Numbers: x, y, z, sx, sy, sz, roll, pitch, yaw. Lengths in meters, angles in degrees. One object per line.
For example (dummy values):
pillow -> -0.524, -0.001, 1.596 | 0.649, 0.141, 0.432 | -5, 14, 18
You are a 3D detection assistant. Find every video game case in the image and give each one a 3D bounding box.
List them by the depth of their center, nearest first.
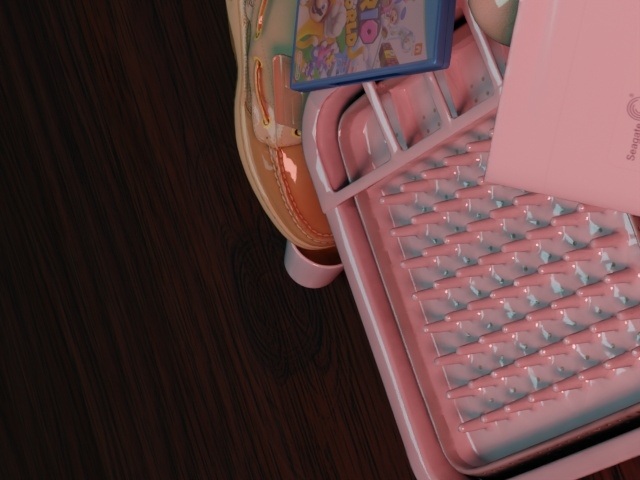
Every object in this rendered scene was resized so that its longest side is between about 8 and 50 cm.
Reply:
video game case -> 0.036, -0.168, 1.230 | 0.166, 0.015, 0.119 | -3, 79, 54

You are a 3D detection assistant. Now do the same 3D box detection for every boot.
boot -> 0.018, -0.122, 1.379 | 0.203, 0.095, 0.262 | -1, 98, 58

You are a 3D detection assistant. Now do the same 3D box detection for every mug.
mug -> 0.002, 0.003, 1.503 | 0.062, 0.078, 0.064 | 35, 150, 6

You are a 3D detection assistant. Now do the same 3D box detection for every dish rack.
dish rack -> 0.131, -0.003, 1.203 | 0.285, 0.072, 0.333 | -31, 72, 46

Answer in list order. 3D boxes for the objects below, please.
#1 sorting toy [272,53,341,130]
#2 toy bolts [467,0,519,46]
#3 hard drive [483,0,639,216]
sorting toy -> -0.008, -0.095, 1.340 | 0.062, 0.012, 0.083 | 18, 123, 35
toy bolts -> 0.185, -0.165, 0.870 | 0.218, 0.158, 0.228 | 42, 135, 45
hard drive -> 0.250, -0.087, 0.822 | 0.040, 0.318, 0.210 | -66, -13, -56
